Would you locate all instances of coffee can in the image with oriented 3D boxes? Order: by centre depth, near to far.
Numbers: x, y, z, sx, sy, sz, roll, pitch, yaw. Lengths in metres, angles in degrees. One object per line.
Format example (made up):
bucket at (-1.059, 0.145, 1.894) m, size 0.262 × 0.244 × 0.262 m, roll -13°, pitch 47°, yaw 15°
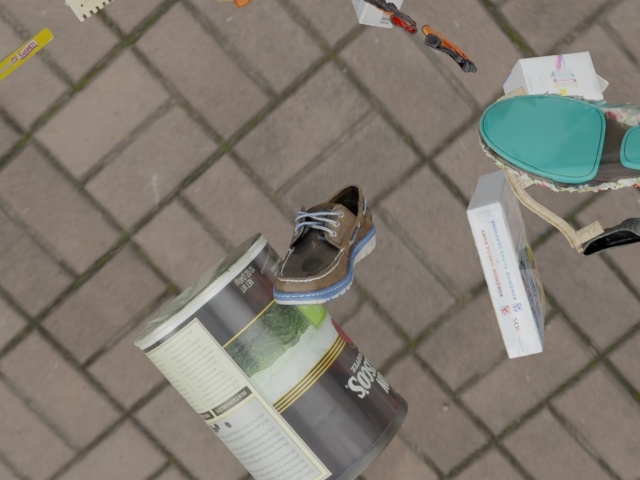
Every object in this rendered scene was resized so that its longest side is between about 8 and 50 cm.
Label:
coffee can at (-0.058, 0.158, 1.321) m, size 0.201 × 0.201 × 0.275 m, roll -39°, pitch 97°, yaw 13°

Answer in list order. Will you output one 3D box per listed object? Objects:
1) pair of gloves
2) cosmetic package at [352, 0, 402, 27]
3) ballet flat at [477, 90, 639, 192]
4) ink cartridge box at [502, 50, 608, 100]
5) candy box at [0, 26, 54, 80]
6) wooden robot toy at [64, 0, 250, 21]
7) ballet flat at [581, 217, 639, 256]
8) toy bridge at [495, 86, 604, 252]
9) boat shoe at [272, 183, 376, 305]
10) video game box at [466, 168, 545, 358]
pair of gloves at (0.065, -0.138, 0.732) m, size 0.083 × 0.074 × 0.010 m, roll 26°, pitch 108°, yaw -26°
cosmetic package at (0.107, -0.440, 1.626) m, size 0.060 × 0.099 × 0.239 m, roll 5°, pitch 135°, yaw -18°
ballet flat at (0.246, -0.070, 0.899) m, size 0.240 × 0.077 × 0.091 m, roll 10°, pitch 76°, yaw 33°
ink cartridge box at (0.388, -0.245, 1.811) m, size 0.143 × 0.092 × 0.090 m, roll -8°, pitch 71°, yaw -12°
candy box at (-0.538, -0.280, 1.843) m, size 0.105 × 0.206 × 0.027 m, roll -24°, pitch 112°, yaw 42°
wooden robot toy at (-0.072, -0.175, 0.684) m, size 0.173 × 0.076 × 0.079 m, roll -37°, pitch 109°, yaw -11°
ballet flat at (0.528, -0.003, 1.932) m, size 0.057 × 0.173 × 0.049 m, roll 37°, pitch 63°, yaw -18°
toy bridge at (0.236, -0.071, 1.196) m, size 0.063 × 0.026 × 0.188 m, roll -26°, pitch 83°, yaw -11°
boat shoe at (0.000, 0.000, 0.974) m, size 0.066 × 0.183 × 0.066 m, roll 0°, pitch 111°, yaw 17°
video game box at (0.231, 0.022, 1.353) m, size 0.048 × 0.205 × 0.187 m, roll -17°, pitch 100°, yaw 16°
